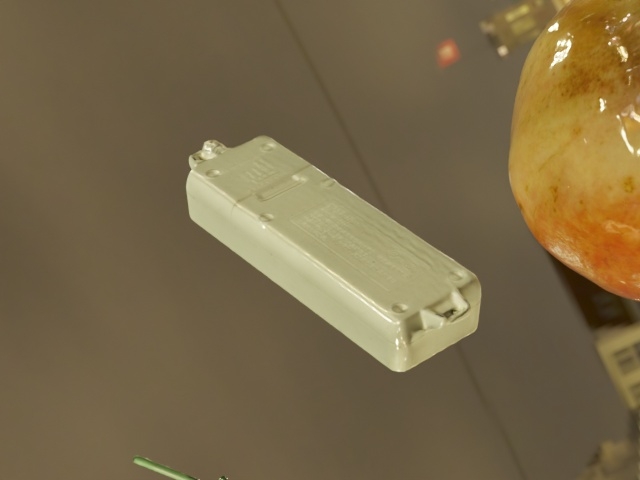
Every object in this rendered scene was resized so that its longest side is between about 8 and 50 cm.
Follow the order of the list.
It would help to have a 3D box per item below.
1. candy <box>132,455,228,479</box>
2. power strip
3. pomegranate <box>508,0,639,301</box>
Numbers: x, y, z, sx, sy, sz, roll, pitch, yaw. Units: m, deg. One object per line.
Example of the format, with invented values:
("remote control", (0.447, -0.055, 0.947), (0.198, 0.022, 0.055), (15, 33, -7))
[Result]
("candy", (-0.101, 0.260, 1.754), (0.201, 0.060, 0.060), (27, -149, -18))
("power strip", (0.000, 0.000, 1.460), (0.338, 0.098, 0.058), (36, 142, 37))
("pomegranate", (0.249, -0.078, 1.123), (0.270, 0.252, 0.229), (65, -150, -68))
